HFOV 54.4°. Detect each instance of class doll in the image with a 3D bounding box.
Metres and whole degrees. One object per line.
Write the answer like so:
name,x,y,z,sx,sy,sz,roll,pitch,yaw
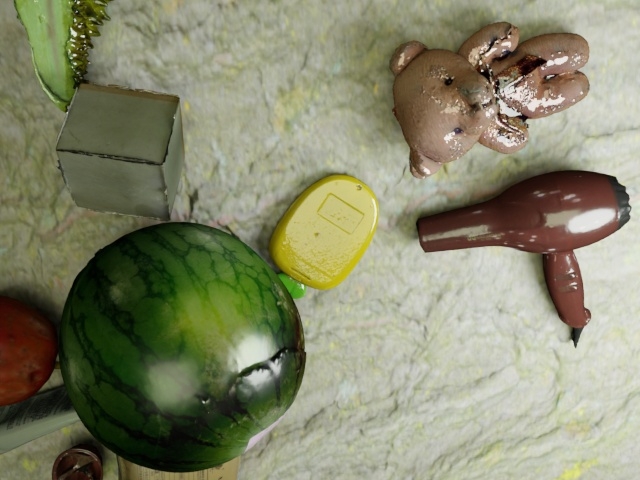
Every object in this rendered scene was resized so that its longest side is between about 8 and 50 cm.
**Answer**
doll,0.255,-0.211,0.886,0.304,0.156,0.201,-16,107,0

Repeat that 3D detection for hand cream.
hand cream,-0.487,0.306,1.073,0.341,0.124,0.077,-20,111,11

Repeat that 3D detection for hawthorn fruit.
hawthorn fruit,-0.499,0.182,1.003,0.200,0.179,0.179,19,109,-29

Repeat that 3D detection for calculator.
calculator,0.000,0.000,1.013,0.146,0.032,0.234,31,104,-11

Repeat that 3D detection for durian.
durian,-0.353,-0.354,0.840,0.132,0.106,0.375,3,117,3

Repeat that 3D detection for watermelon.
watermelon,-0.200,0.145,0.896,0.364,0.363,0.363,0,109,-1

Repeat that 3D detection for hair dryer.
hair dryer,0.347,0.057,1.022,0.313,0.123,0.340,-15,120,15

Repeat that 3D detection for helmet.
helmet,-0.435,0.411,1.133,0.089,0.057,0.111,15,103,-10

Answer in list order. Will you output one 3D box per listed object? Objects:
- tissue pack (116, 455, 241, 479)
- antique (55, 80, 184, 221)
tissue pack,-0.243,0.385,1.071,0.215,0.123,0.256,-4,117,-20
antique,-0.275,-0.131,0.888,0.147,0.147,0.152,9,149,-4
